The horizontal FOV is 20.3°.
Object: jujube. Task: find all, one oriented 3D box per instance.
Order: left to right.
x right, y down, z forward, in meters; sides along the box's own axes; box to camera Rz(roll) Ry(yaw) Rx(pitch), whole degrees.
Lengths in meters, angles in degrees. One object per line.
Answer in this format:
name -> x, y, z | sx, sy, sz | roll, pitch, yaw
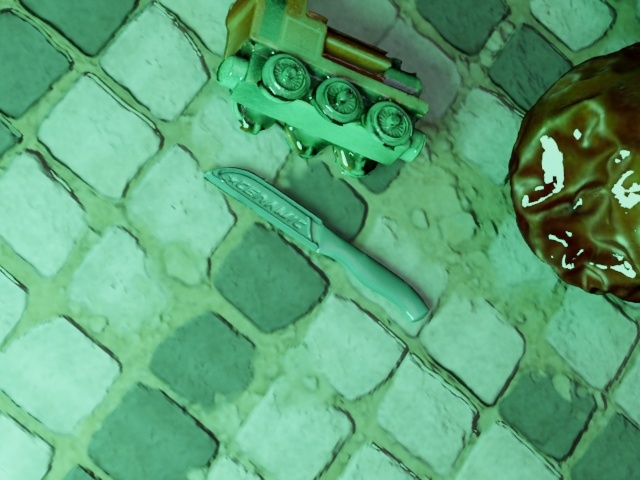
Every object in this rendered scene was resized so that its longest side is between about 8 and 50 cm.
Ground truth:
jujube -> 0.301, -0.082, 1.479 | 0.216, 0.216, 0.342 | 56, 41, 0

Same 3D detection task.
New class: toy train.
toy train -> 0.006, -0.127, 1.404 | 0.176, 0.074, 0.118 | 20, 60, -19

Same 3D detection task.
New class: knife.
knife -> 0.001, 0.000, 1.385 | 0.210, 0.015, 0.028 | 35, 64, -12
